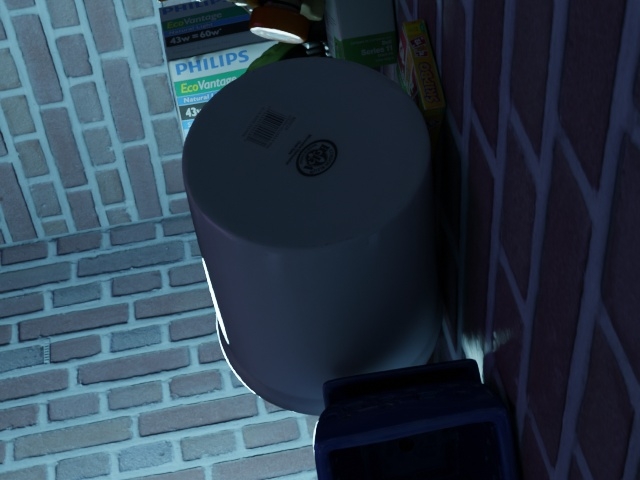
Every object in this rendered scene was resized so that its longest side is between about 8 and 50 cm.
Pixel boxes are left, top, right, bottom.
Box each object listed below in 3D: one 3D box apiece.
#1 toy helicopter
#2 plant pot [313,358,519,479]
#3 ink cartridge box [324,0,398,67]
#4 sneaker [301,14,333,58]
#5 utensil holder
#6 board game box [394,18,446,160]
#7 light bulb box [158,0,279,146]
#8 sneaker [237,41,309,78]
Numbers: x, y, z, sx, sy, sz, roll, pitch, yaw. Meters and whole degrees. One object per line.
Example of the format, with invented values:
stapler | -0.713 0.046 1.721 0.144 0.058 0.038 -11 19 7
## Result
toy helicopter | -0.105 -0.358 1.806 0.355 0.234 0.140 22 -101 -82
plant pot | 0.117 0.283 1.517 0.212 0.235 0.236 -96 -4 -71
ink cartridge box | 0.050 -0.367 1.773 0.153 0.086 0.208 -112 12 -68
sneaker | 0.005 -0.400 2.079 0.341 0.125 0.140 133 137 -80
utensil holder | 0.000 0.000 1.602 0.385 0.327 0.328 83 175 -55
board game box | 0.126 -0.173 1.611 0.259 0.039 0.124 84 174 -70
light bulb box | -0.153 -0.347 2.725 0.225 0.357 0.361 -107 7 -47
sneaker | -0.029 -0.191 2.104 0.202 0.185 0.483 43 176 19
